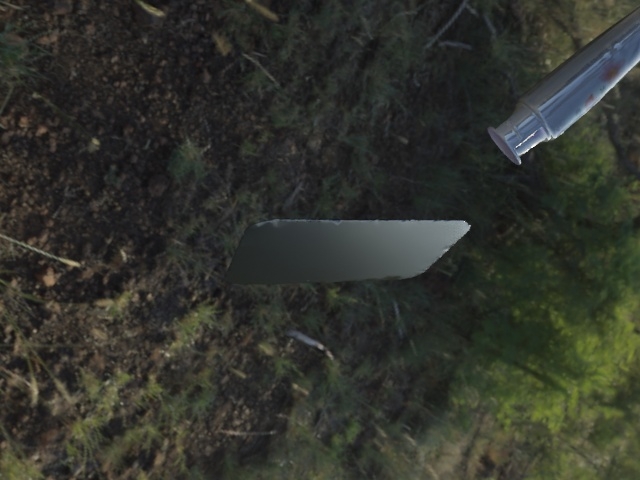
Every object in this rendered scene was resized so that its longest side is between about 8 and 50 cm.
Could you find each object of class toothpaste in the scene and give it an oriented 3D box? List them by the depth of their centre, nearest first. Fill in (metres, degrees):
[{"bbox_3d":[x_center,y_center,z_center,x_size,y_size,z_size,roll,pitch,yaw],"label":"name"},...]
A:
[{"bbox_3d":[0.340,-0.216,0.786,0.323,0.066,0.100,-41,165,7],"label":"toothpaste"}]

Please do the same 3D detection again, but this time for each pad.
[{"bbox_3d":[0.001,0.024,0.822,0.249,0.323,0.055,-1,83,-19],"label":"pad"}]
